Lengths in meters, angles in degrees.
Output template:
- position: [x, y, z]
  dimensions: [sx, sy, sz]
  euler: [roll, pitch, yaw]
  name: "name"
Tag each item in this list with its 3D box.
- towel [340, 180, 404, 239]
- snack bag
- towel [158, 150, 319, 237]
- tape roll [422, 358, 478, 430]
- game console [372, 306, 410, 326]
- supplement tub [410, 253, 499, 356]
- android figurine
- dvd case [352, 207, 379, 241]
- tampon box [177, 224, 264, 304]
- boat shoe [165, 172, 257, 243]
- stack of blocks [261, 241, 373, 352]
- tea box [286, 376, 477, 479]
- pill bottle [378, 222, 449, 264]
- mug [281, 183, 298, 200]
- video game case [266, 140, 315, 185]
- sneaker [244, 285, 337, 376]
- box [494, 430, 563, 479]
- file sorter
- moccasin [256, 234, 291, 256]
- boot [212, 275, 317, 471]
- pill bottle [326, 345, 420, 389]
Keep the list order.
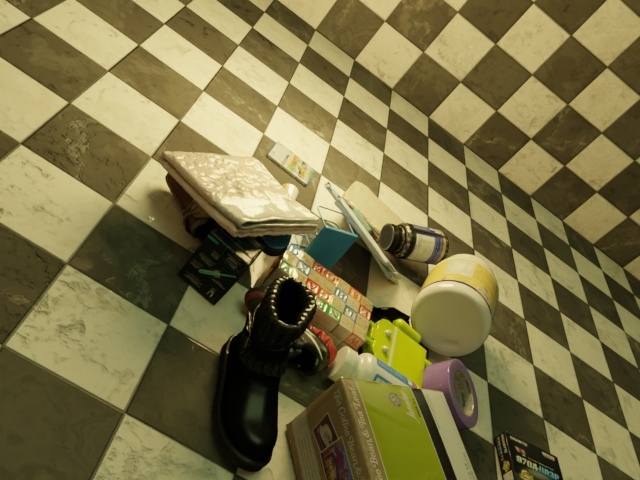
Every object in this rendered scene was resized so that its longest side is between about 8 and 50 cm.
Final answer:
- position: [0.194, -0.085, 2.285]
  dimensions: [0.282, 0.049, 0.187]
  euler: [43, 33, -1]
  name: "towel"
- position: [0.135, -0.013, 2.003]
  dimensions: [0.323, 0.037, 0.342]
  euler: [55, 4, 16]
  name: "snack bag"
- position: [-0.195, -0.124, 1.629]
  dimensions: [0.317, 0.053, 0.332]
  euler: [43, 25, 26]
  name: "towel"
- position: [0.357, 0.424, 1.761]
  dimensions: [0.189, 0.080, 0.189]
  euler: [39, 41, -44]
  name: "tape roll"
- position: [0.210, 0.253, 1.931]
  dimensions: [0.122, 0.071, 0.107]
  euler: [4, 18, -46]
  name: "game console"
- position: [0.431, 0.191, 2.023]
  dimensions: [0.241, 0.241, 0.331]
  euler: [44, 27, 2]
  name: "supplement tub"
- position: [0.217, 0.324, 1.792]
  dimensions: [0.273, 0.056, 0.248]
  euler: [41, 37, -14]
  name: "android figurine"
- position: [0.138, -0.045, 1.938]
  dimensions: [0.087, 0.013, 0.119]
  euler: [55, 5, 22]
  name: "dvd case"
- position: [-0.237, 0.048, 1.537]
  dimensions: [0.120, 0.161, 0.101]
  euler: [42, 30, -3]
  name: "tampon box"
- position: [-0.295, -0.065, 1.653]
  dimensions: [0.324, 0.123, 0.116]
  euler: [47, 34, 10]
  name: "boat shoe"
- position: [-0.007, 0.159, 1.729]
  dimensions: [0.297, 0.087, 0.171]
  euler: [37, 32, -10]
  name: "stack of blocks"
- position: [0.141, 0.499, 1.362]
  dimensions: [0.323, 0.220, 0.329]
  euler: [19, 39, -35]
  name: "tea box"
- position: [0.312, 0.007, 2.164]
  dimensions: [0.219, 0.123, 0.123]
  euler: [12, 42, -25]
  name: "pill bottle"
- position: [-0.111, -0.132, 2.007]
  dimensions: [0.064, 0.078, 0.062]
  euler: [-81, 151, -44]
  name: "mug"
- position: [-0.100, -0.264, 2.203]
  dimensions: [0.166, 0.015, 0.119]
  euler: [37, 31, -8]
  name: "video game case"
- position: [-0.084, 0.224, 1.557]
  dimensions: [0.276, 0.097, 0.135]
  euler: [43, 29, -2]
  name: "sneaker"
- position: [0.604, 0.666, 1.836]
  dimensions: [0.220, 0.051, 0.175]
  euler: [30, 34, -19]
  name: "box"
- position: [0.000, 0.000, 1.854]
  dimensions: [0.118, 0.170, 0.104]
  euler: [17, 36, -36]
  name: "file sorter"
- position: [-0.165, -0.071, 1.797]
  dimensions: [0.138, 0.117, 0.342]
  euler: [10, 40, -29]
  name: "moccasin"
- position: [-0.108, 0.264, 1.326]
  dimensions: [0.131, 0.260, 0.348]
  euler: [21, 37, -31]
  name: "boot"
- position: [0.130, 0.359, 1.608]
  dimensions: [0.221, 0.124, 0.124]
  euler: [36, 32, -12]
  name: "pill bottle"
